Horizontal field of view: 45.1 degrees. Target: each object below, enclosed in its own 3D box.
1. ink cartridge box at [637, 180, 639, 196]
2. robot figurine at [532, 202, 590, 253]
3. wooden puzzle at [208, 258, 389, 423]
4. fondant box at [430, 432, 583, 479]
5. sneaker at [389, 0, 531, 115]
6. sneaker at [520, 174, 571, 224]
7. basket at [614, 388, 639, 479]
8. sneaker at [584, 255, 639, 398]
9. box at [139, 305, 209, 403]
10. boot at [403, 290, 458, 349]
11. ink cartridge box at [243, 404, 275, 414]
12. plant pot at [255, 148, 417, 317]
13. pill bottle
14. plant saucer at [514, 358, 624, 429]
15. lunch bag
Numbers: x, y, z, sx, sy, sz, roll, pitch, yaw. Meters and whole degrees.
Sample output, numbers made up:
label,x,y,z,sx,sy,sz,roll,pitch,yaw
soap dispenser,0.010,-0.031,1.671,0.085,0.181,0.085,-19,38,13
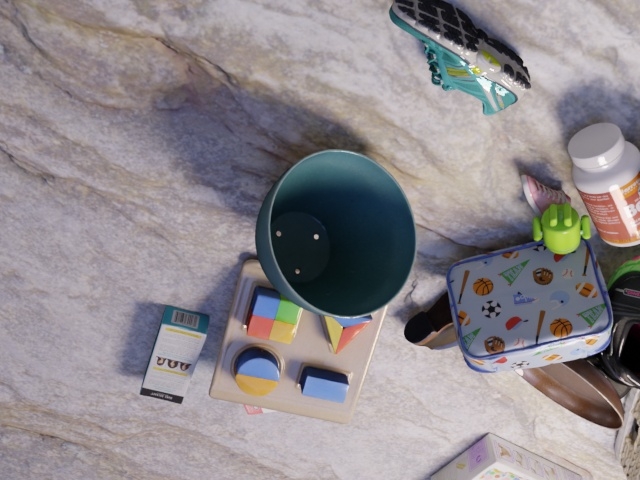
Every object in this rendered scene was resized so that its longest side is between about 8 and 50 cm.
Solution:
label,x,y,z,sx,sy,sz,roll,pitch,yaw
ink cartridge box,0.603,-0.100,1.345,0.045,0.179,0.145,-11,131,36
robot figurine,0.441,-0.020,1.410,0.101,0.067,0.115,-4,143,18
wooden puzzle,-0.043,0.231,1.616,0.322,0.080,0.347,13,110,-10
fondant box,0.489,0.649,1.993,0.330,0.096,0.238,28,124,-21
sneaker,0.213,-0.290,1.235,0.275,0.107,0.110,31,132,-22
sneaker,0.420,-0.084,1.427,0.070,0.051,0.134,-22,132,22
basket,0.884,0.487,1.750,0.332,0.266,0.328,-2,130,4
sneaker,0.606,0.219,1.538,0.186,0.202,0.482,7,146,8
box,-0.324,0.257,1.706,0.101,0.060,0.244,16,127,-12
boot,0.290,0.163,1.631,0.219,0.082,0.106,-30,145,17
ink cartridge box,-0.083,0.326,1.755,0.198,0.067,0.115,-9,127,9
plant pot,0.000,0.000,1.388,0.290,0.290,0.195,29,160,-21
pill bottle,0.521,-0.100,1.367,0.121,0.121,0.216,-25,125,20
plant saucer,0.502,0.280,1.611,0.050,0.311,0.310,-50,121,-11
lunch bag,0.402,0.115,1.479,0.304,0.243,0.115,-13,148,11
